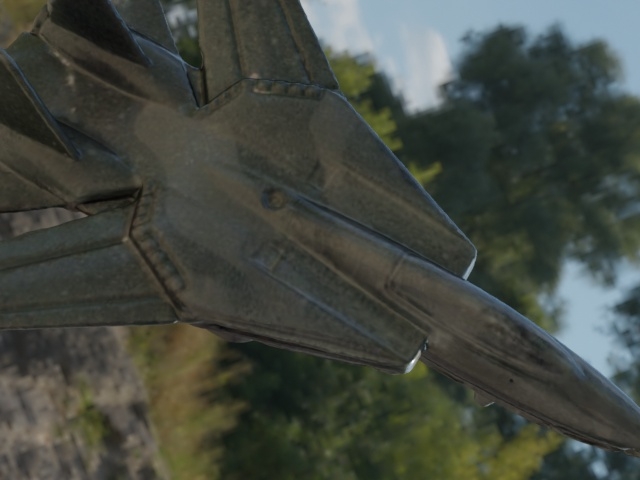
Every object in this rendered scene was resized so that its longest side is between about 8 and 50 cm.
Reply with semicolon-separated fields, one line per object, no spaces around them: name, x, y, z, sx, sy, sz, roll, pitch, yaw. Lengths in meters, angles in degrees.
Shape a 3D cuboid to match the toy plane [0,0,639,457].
toy plane;-0.003;0.004;0.534;0.267;0.212;0.088;33;-24;-1
